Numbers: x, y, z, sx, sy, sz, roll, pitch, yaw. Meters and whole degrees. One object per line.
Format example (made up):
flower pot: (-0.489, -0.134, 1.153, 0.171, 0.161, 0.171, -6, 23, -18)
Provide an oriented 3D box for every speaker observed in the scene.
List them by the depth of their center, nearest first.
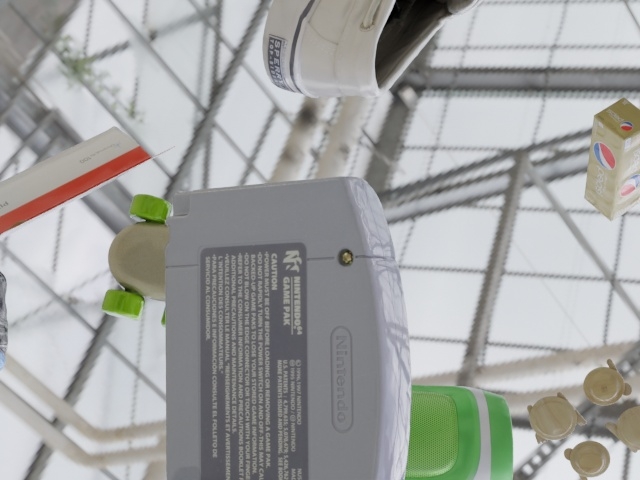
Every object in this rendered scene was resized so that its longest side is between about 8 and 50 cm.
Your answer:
speaker: (0.028, 0.200, 1.138, 0.296, 0.131, 0.131, 1, -142, -2)

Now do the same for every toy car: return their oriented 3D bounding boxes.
toy car: (-0.193, 0.044, 1.556, 0.188, 0.148, 0.155, 91, 13, -78)

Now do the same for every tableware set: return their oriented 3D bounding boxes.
tableware set: (0.378, 0.250, 1.630, 0.168, 0.141, 0.020, -35, -175, 16)

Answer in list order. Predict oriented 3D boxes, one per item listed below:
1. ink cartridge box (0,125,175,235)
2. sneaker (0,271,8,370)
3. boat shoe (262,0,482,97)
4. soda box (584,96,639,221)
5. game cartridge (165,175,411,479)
ink cartridge box: (-0.259, -0.054, 1.138, 0.189, 0.066, 0.232, -31, -177, -24)
sneaker: (-0.314, 0.041, 1.024, 0.067, 0.188, 0.078, -2, -130, 6)
boat shoe: (0.068, -0.181, 0.764, 0.088, 0.096, 0.267, 18, -133, 28)
soda box: (0.422, -0.113, 1.691, 0.058, 0.181, 0.061, -31, -125, -17)
game cartridge: (-0.028, 0.104, 0.897, 0.198, 0.062, 0.297, -3, -95, 27)
